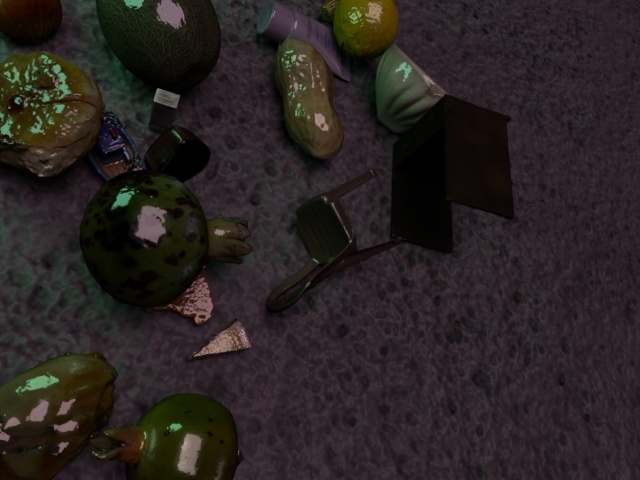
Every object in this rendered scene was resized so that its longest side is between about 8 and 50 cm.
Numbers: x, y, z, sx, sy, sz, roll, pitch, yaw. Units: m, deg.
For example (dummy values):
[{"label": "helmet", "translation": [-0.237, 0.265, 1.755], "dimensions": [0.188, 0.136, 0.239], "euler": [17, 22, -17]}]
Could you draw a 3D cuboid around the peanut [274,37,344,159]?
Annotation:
[{"label": "peanut", "translation": [-0.028, -0.340, 1.318], "dimensions": [0.149, 0.149, 0.313], "euler": [-4, 71, -26]}]

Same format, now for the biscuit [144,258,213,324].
[{"label": "biscuit", "translation": [-0.301, 0.061, 1.083], "dimensions": [0.162, 0.035, 0.250], "euler": [-32, 84, -32]}]

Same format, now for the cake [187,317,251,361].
[{"label": "cake", "translation": [-0.198, 0.211, 1.059], "dimensions": [0.121, 0.052, 0.065], "euler": [-32, 87, -32]}]

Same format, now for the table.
[{"label": "table", "translation": [0.317, -0.152, 1.330], "dimensions": [0.196, 0.250, 0.282], "euler": [14, 64, -20]}]

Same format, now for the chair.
[{"label": "chair", "translation": [0.000, 0.000, 1.169], "dimensions": [0.326, 0.175, 0.183], "euler": [-26, 91, -37]}]

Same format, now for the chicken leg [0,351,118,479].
[{"label": "chicken leg", "translation": [-0.520, 0.310, 0.833], "dimensions": [0.429, 0.153, 0.201], "euler": [-22, 64, -22]}]

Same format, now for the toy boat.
[{"label": "toy boat", "translation": [-0.415, -0.180, 1.095], "dimensions": [0.100, 0.097, 0.223], "euler": [-32, 84, -28]}]

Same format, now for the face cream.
[{"label": "face cream", "translation": [-0.030, -0.527, 1.428], "dimensions": [0.273, 0.096, 0.154], "euler": [15, 60, -33]}]

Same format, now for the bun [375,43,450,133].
[{"label": "bun", "translation": [0.231, -0.370, 1.439], "dimensions": [0.263, 0.175, 0.263], "euler": [38, 20, -17]}]

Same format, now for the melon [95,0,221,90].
[{"label": "melon", "translation": [-0.349, -0.471, 1.162], "dimensions": [0.237, 0.237, 0.302], "euler": [-29, 80, -31]}]

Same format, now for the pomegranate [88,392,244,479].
[{"label": "pomegranate", "translation": [-0.238, 0.345, 0.881], "dimensions": [0.198, 0.246, 0.198], "euler": [-11, 60, 19]}]

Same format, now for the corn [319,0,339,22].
[{"label": "corn", "translation": [0.086, -0.682, 1.545], "dimensions": [0.080, 0.080, 0.231], "euler": [48, 63, 0]}]

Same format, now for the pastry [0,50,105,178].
[{"label": "pastry", "translation": [-0.531, -0.243, 1.013], "dimensions": [0.256, 0.121, 0.236], "euler": [19, 76, 14]}]

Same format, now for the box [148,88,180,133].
[{"label": "box", "translation": [-0.335, -0.272, 1.157], "dimensions": [0.050, 0.117, 0.036], "euler": [13, 67, -17]}]

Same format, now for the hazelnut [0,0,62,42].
[{"label": "hazelnut", "translation": [-0.608, -0.489, 1.113], "dimensions": [0.150, 0.150, 0.150], "euler": [9, 66, -21]}]

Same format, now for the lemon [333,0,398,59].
[{"label": "lemon", "translation": [0.118, -0.578, 1.436], "dimensions": [0.180, 0.180, 0.193], "euler": [-18, 72, -29]}]

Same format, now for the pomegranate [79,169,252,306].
[{"label": "pomegranate", "translation": [-0.277, 0.013, 0.986], "dimensions": [0.305, 0.242, 0.242], "euler": [30, 59, -30]}]

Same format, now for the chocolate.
[{"label": "chocolate", "translation": [-0.312, -0.184, 1.140], "dimensions": [0.080, 0.125, 0.148], "euler": [42, 61, 16]}]
